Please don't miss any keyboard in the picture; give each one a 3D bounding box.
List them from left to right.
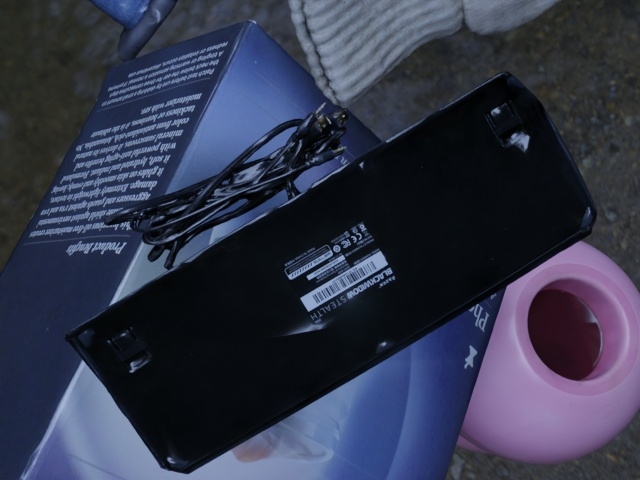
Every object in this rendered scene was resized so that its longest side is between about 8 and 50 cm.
[{"bbox_3d":[0.000,0.000,0.337,0.192,0.100,0.038,-30,17,0],"label":"keyboard"}]

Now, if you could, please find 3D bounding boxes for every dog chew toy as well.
[{"bbox_3d":[0.170,0.116,0.872,0.206,0.332,0.206,4,73,-12],"label":"dog chew toy"}]

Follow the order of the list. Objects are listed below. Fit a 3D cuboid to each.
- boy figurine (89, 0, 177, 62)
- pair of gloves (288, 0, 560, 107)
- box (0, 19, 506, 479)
[{"bbox_3d":[-0.250,-0.274,0.765,0.092,0.285,0.177,-38,26,40],"label":"boy figurine"},{"bbox_3d":[0.066,-0.188,0.359,0.204,0.240,0.042,-32,44,-26],"label":"pair of gloves"},{"bbox_3d":[-0.050,0.072,0.605,0.183,0.296,0.294,-2,58,49],"label":"box"}]
